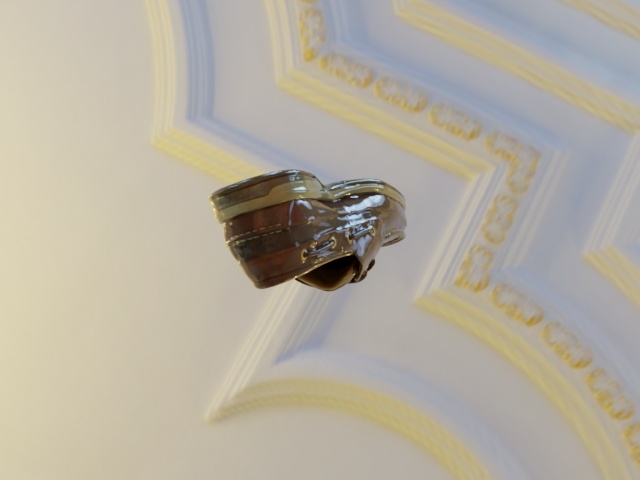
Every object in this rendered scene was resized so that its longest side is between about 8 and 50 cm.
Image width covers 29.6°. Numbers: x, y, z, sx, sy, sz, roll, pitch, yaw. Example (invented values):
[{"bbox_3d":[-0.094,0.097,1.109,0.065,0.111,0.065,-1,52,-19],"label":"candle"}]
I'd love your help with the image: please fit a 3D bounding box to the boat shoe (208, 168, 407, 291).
[{"bbox_3d":[0.000,0.000,0.676,0.064,0.178,0.060,-18,-98,26],"label":"boat shoe"}]
